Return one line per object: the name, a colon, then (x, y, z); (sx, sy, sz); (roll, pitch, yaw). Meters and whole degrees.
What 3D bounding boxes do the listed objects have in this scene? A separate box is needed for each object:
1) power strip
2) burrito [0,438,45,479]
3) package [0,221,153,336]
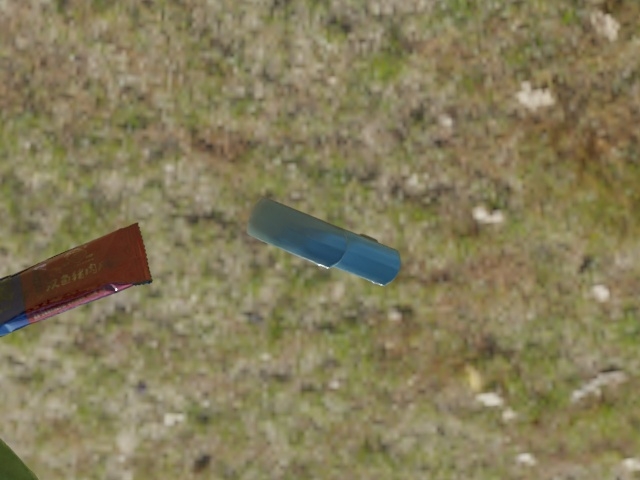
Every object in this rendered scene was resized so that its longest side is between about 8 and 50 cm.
power strip: (0.000, 0.000, 1.555); (0.137, 0.044, 0.216); (22, -179, 20)
burrito: (-0.284, 0.119, 1.143); (0.054, 0.104, 0.288); (-26, 114, 26)
package: (-0.260, 0.045, 1.471); (0.200, 0.083, 0.022); (-21, 134, 1)
